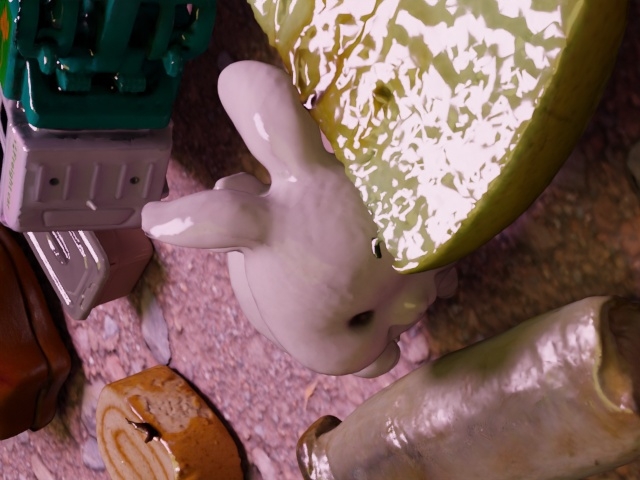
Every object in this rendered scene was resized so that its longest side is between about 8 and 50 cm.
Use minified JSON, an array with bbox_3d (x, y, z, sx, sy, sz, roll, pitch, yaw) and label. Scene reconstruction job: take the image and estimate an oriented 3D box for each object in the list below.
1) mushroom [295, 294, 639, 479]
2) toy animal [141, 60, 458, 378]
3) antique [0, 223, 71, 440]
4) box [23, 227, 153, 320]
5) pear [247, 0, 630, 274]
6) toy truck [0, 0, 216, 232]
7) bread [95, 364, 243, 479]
[{"bbox_3d":[0.094,0.118,0.893,0.312,0.081,0.100,-32,81,47],"label":"mushroom"},{"bbox_3d":[-0.006,-0.001,0.869,0.178,0.127,0.193,36,175,13],"label":"toy animal"},{"bbox_3d":[-0.358,0.068,1.392,0.278,0.129,0.223,53,137,21],"label":"antique"},{"bbox_3d":[-0.199,-0.004,1.222,0.122,0.062,0.089,57,140,21],"label":"box"},{"bbox_3d":[0.081,-0.159,0.756,0.288,0.139,0.239,61,138,27],"label":"pear"},{"bbox_3d":[-0.157,-0.166,0.985,0.363,0.176,0.178,111,149,-42],"label":"toy truck"},{"bbox_3d":[-0.132,0.184,1.199,0.149,0.073,0.122,42,134,35],"label":"bread"}]
